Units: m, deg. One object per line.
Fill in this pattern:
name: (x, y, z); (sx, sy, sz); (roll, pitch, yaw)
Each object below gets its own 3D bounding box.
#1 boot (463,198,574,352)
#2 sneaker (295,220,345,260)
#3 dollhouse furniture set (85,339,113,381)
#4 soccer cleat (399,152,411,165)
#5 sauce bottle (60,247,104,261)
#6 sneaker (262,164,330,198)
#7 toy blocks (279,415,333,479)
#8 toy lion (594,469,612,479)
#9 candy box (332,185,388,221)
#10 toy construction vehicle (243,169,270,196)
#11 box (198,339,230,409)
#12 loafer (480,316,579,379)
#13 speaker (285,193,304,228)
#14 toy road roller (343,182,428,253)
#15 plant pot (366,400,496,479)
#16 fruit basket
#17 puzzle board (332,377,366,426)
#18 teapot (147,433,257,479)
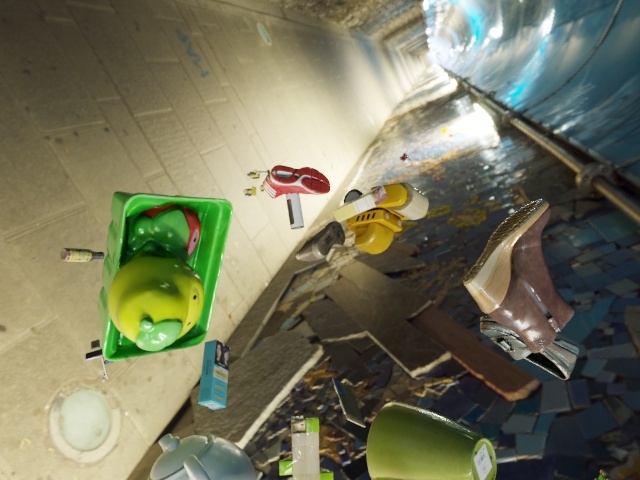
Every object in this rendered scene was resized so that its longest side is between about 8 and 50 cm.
boot: (0.420, 0.067, 0.910); (0.206, 0.248, 0.090); (41, -6, -5)
sneaker: (0.000, 0.000, 1.102); (0.188, 0.071, 0.066); (-32, 104, -64)
dollhouse furniture set: (-0.557, 0.309, 1.210); (0.114, 0.090, 0.081); (23, -57, 60)
soccer cleat: (0.275, -0.260, 1.487); (0.035, 0.029, 0.083); (41, 15, -9)
sauce bottle: (-0.727, 0.044, 1.417); (0.128, 0.042, 0.042); (2, 66, -60)
sneaker: (-0.085, -0.182, 1.502); (0.221, 0.128, 0.087); (13, 68, -30)
toy blocks: (-0.060, 0.836, 1.767); (0.261, 0.190, 0.382); (148, -60, -84)
toy lion: (0.663, 0.557, 1.016); (0.096, 0.034, 0.100); (32, 3, 23)
candy box: (0.147, -0.135, 1.716); (0.109, 0.186, 0.053); (-37, 102, -49)
toy construction vehicle: (-0.214, -0.194, 1.547); (0.035, 0.098, 0.086); (30, 59, -70)
box: (-0.413, 0.523, 1.809); (0.100, 0.060, 0.245); (51, 29, -48)
loafer: (0.492, 0.253, 1.086); (0.267, 0.096, 0.084); (21, 73, -13)
speaker: (-0.096, -0.113, 1.731); (0.055, 0.055, 0.136); (8, 71, -66)
toy road roller: (0.255, -0.079, 1.851); (0.202, 0.329, 0.241); (21, 68, -48)
plant pot: (0.330, 0.613, 1.314); (0.274, 0.293, 0.275); (12, 73, -41)
fruit basket: (-0.317, 0.089, 0.956); (0.282, 0.392, 0.393); (-1, 68, -45)
puzzle board: (0.076, 0.450, 1.281); (0.096, 0.011, 0.128); (41, 16, -42)
teapot: (-0.268, 0.501, 0.973); (0.187, 0.255, 0.252); (62, 15, -4)
